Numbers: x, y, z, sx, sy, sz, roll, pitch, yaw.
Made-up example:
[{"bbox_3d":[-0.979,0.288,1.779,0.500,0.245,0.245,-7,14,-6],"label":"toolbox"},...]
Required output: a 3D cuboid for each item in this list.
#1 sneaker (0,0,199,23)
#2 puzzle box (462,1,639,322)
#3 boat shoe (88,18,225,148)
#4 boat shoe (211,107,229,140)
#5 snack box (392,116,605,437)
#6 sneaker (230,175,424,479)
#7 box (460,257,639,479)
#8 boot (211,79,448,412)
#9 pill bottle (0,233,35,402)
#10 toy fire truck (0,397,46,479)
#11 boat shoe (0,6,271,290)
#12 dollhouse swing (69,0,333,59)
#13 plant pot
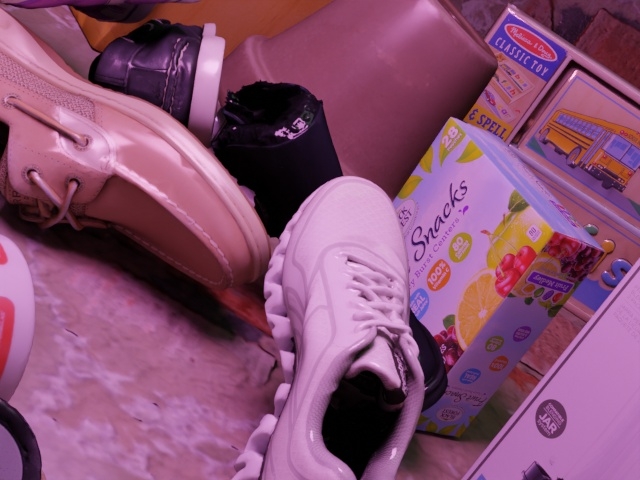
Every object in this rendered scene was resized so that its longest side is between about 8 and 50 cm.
[{"bbox_3d":[-0.209,-0.232,0.924,0.161,0.102,0.282,-10,9,-24],"label":"sneaker"},{"bbox_3d":[0.319,-0.066,1.369,0.409,0.272,0.052,33,21,-3],"label":"puzzle box"},{"bbox_3d":[-0.153,-0.139,1.008,0.113,0.127,0.340,8,11,-10],"label":"boat shoe"},{"bbox_3d":[-0.086,-0.129,1.220,0.040,0.049,0.142,36,19,3],"label":"boat shoe"},{"bbox_3d":[0.113,0.030,0.942,0.070,0.207,0.174,18,27,-36],"label":"snack box"},{"bbox_3d":[0.022,0.068,0.699,0.110,0.118,0.292,21,51,-16],"label":"sneaker"},{"bbox_3d":[0.236,0.138,0.776,0.087,0.290,0.169,17,28,-39],"label":"box"},{"bbox_3d":[0.000,0.000,0.861,0.246,0.094,0.207,-123,-171,-56],"label":"boot"},{"bbox_3d":[-0.248,0.033,0.541,0.193,0.108,0.108,14,29,-44],"label":"pill bottle"},{"bbox_3d":[-0.243,0.105,0.372,0.217,0.246,0.158,43,-17,-12],"label":"toy fire truck"},{"bbox_3d":[-0.192,-0.057,0.843,0.341,0.121,0.110,34,59,13],"label":"boat shoe"},{"bbox_3d":[-0.075,-0.334,1.326,0.347,0.305,0.315,16,28,-38],"label":"dollhouse swing"},{"bbox_3d":[0.056,-0.162,1.180,0.263,0.229,0.263,43,17,-17],"label":"plant pot"}]
